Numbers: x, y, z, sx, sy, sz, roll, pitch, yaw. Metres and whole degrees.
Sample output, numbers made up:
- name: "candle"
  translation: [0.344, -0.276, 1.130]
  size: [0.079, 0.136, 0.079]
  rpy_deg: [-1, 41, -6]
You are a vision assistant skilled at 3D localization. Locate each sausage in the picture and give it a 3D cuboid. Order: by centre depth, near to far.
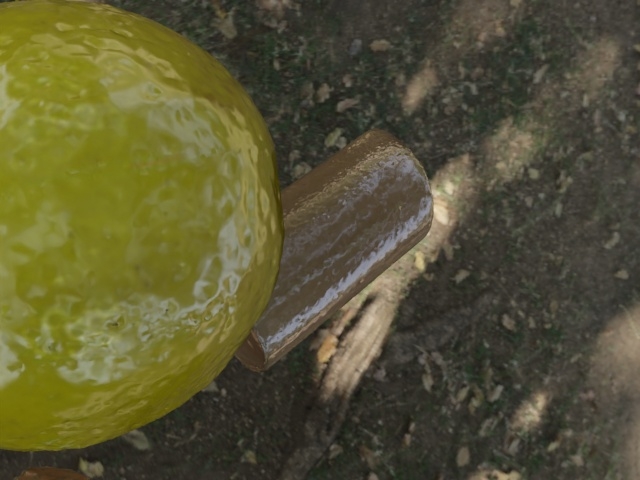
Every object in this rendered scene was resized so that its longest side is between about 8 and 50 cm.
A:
- name: "sausage"
  translation: [0.000, 0.000, 0.695]
  size: [0.253, 0.123, 0.123]
  rpy_deg: [-37, 116, -28]

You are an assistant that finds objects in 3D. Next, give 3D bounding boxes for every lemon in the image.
- name: "lemon"
  translation: [-0.159, -0.011, 0.464]
  size: [0.293, 0.293, 0.293]
  rpy_deg: [-7, 104, -28]

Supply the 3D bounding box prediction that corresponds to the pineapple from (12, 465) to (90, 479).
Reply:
- name: "pineapple"
  translation: [-0.444, 0.496, 1.180]
  size: [0.158, 0.158, 0.278]
  rpy_deg: [9, 112, -31]
